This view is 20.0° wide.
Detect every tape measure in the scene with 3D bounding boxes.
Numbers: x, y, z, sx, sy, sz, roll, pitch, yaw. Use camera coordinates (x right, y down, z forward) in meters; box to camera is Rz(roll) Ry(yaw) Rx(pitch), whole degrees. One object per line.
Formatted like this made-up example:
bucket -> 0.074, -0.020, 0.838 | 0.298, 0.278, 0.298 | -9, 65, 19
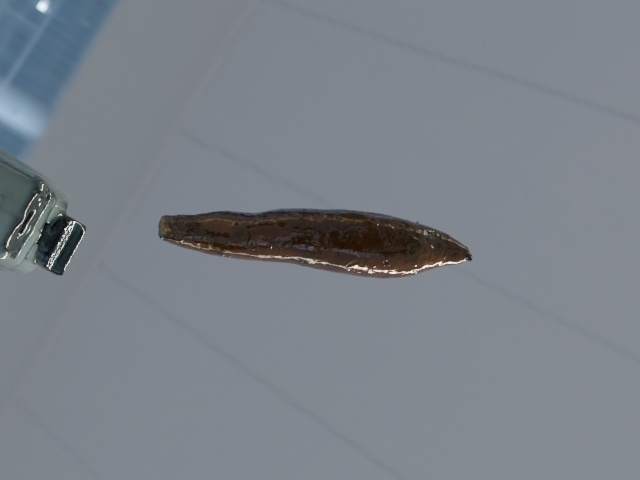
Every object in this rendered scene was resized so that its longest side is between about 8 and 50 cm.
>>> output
tape measure -> -0.305, -0.072, 1.181 | 0.330, 0.164, 0.084 | 29, -101, 16

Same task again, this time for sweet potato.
sweet potato -> 0.000, -0.001, 1.478 | 0.057, 0.264, 0.057 | -173, -90, -72
